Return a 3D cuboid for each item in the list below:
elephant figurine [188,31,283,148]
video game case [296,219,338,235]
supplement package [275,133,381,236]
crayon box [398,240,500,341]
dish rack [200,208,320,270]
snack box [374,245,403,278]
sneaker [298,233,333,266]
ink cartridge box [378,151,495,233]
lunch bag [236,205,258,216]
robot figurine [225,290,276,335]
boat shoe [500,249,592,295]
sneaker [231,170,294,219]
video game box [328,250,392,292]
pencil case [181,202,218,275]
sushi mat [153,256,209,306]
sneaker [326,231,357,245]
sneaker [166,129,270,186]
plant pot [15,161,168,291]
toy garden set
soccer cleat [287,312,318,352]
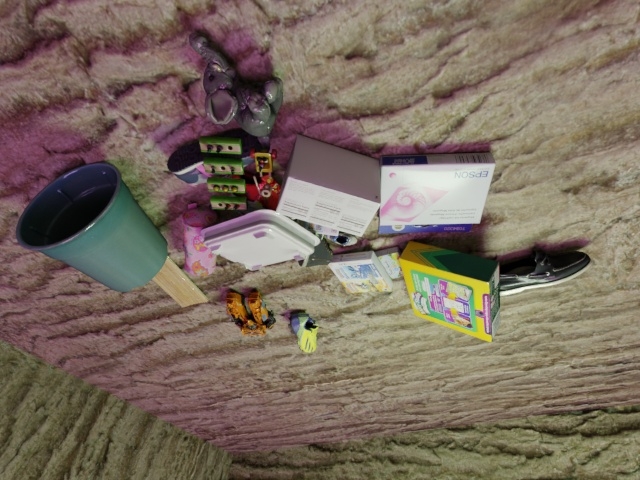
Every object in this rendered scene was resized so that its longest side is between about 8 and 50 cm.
[{"bbox_3d":[-0.227,-0.377,1.033,0.240,0.185,0.169,19,178,0],"label":"elephant figurine"},{"bbox_3d":[0.000,-0.099,1.322,0.143,0.019,0.157,8,108,-3],"label":"video game case"},{"bbox_3d":[0.026,-0.161,1.171,0.262,0.204,0.145,16,137,-11],"label":"supplement package"},{"bbox_3d":[0.474,0.184,1.461,0.313,0.106,0.362,17,146,36],"label":"crayon box"},{"bbox_3d":[-0.200,0.017,1.324,0.333,0.072,0.286,-14,151,33],"label":"dish rack"},{"bbox_3d":[0.268,0.088,1.523,0.100,0.037,0.141,-15,133,22],"label":"snack box"},{"bbox_3d":[0.000,0.000,1.445,0.118,0.083,0.222,0,130,-27],"label":"sneaker"},{"bbox_3d":[0.350,-0.122,1.281,0.325,0.071,0.330,-2,134,6],"label":"ink cartridge box"},{"bbox_3d":[-0.238,-0.094,1.372,0.083,0.053,0.071,-19,130,35],"label":"lunch bag"},{"bbox_3d":[-0.317,0.334,1.794,0.211,0.085,0.290,-1,135,8],"label":"robot figurine"},{"bbox_3d":[0.762,0.091,1.430,0.340,0.127,0.113,-20,108,27],"label":"boat shoe"},{"bbox_3d":[-0.154,-0.149,1.248,0.279,0.107,0.118,17,127,7],"label":"sneaker"},{"bbox_3d":[0.152,0.124,1.539,0.187,0.048,0.205,-6,137,34],"label":"video game box"},{"bbox_3d":[-0.433,0.003,1.448,0.124,0.124,0.284,10,135,-5],"label":"pencil case"},{"bbox_3d":[-0.618,0.178,1.708,0.152,0.019,0.316,-12,133,19],"label":"sushi mat"},{"bbox_3d":[0.082,-0.001,1.406,0.135,0.058,0.052,11,108,-40],"label":"sneaker"},{"bbox_3d":[-0.286,-0.240,1.209,0.319,0.112,0.131,-8,154,14],"label":"sneaker"},{"bbox_3d":[-0.699,-0.019,1.318,0.342,0.341,0.334,-9,142,14],"label":"plant pot"},{"bbox_3d":[-0.225,-0.170,1.140,0.204,0.049,0.244,3,135,0],"label":"toy garden set"},{"bbox_3d":[-0.056,0.434,1.871,0.121,0.093,0.289,-15,133,10],"label":"soccer cleat"}]
